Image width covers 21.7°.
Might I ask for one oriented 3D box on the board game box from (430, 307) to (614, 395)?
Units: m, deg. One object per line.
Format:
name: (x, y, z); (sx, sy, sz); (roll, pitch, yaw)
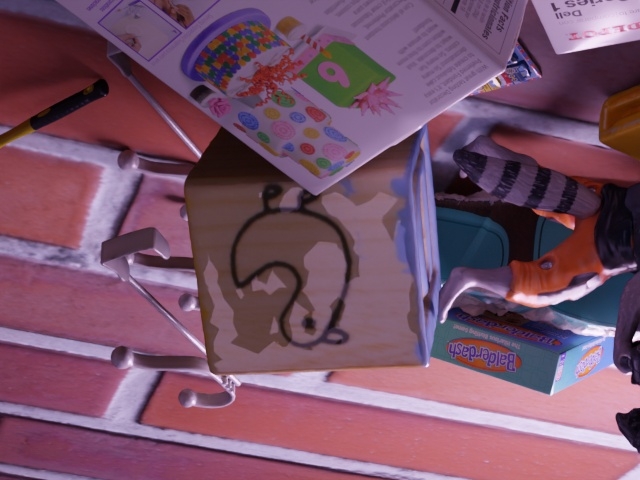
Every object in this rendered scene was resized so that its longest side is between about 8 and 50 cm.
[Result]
board game box: (0.209, 0.100, 1.739); (0.160, 0.047, 0.210); (17, -167, 27)

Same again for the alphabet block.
alphabet block: (0.000, 0.000, 1.509); (0.197, 0.193, 0.192); (-4, 108, 9)

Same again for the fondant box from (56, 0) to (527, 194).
fondant box: (-0.045, -0.203, 1.265); (0.330, 0.096, 0.238); (38, 139, -19)

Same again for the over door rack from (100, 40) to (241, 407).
over door rack: (-0.154, -0.012, 1.554); (0.108, 0.239, 0.324); (-7, 149, 8)

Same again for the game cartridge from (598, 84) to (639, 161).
game cartridge: (0.463, -0.090, 1.500); (0.324, 0.052, 0.285); (20, 157, -30)

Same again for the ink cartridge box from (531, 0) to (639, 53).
ink cartridge box: (0.223, -0.245, 1.248); (0.160, 0.092, 0.219); (-9, 148, 21)

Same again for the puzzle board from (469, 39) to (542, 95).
puzzle board: (0.128, -0.167, 1.479); (0.096, 0.011, 0.128); (-13, 146, 26)

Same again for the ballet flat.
ballet flat: (0.192, 0.010, 1.697); (0.409, 0.147, 0.147); (10, 150, -5)

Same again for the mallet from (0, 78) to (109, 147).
mallet: (-0.279, -0.116, 1.594); (0.190, 0.062, 0.039); (-29, 138, 21)

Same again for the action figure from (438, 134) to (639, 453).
action figure: (0.274, 0.025, 1.493); (0.330, 0.341, 0.178); (6, 128, 8)
